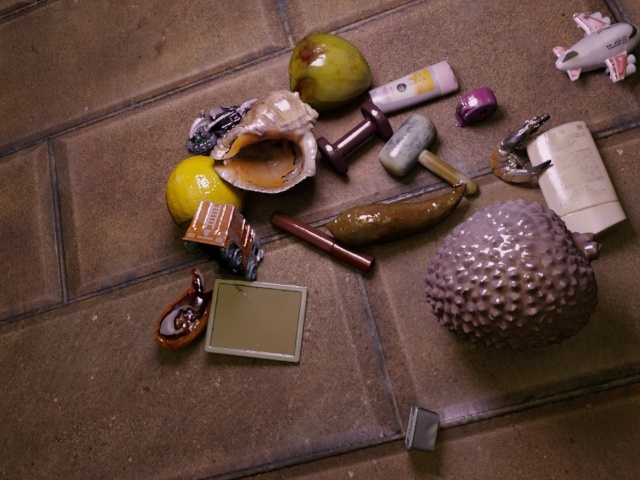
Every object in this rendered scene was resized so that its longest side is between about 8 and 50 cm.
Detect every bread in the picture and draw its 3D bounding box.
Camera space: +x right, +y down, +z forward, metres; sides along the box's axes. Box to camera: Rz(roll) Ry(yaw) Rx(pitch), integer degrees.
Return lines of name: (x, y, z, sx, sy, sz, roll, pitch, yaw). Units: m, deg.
bread: (-0.410, 0.225, 1.498, 0.140, 0.095, 0.268, 29, 69, 5)

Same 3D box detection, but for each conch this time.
conch: (-0.149, -0.283, 1.459, 0.353, 0.210, 0.296, -29, 84, 5)

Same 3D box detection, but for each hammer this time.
hammer: (0.344, -0.232, 1.443, 0.306, 0.113, 0.201, 39, 90, 10)

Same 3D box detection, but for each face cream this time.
face cream: (0.719, -0.158, 1.340, 0.174, 0.081, 0.348, -18, 73, 16)
face cream: (0.295, -0.485, 1.523, 0.270, 0.073, 0.107, -18, 81, 6)

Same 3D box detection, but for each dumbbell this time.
dumbbell: (0.105, -0.319, 1.488, 0.226, 0.140, 0.124, -37, 43, 0)

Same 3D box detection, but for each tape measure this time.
tape measure: (0.468, -0.407, 1.442, 0.125, 0.118, 0.074, -19, 75, 3)

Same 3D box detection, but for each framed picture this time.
framed picture: (-0.196, 0.242, 1.458, 0.297, 0.019, 0.232, 6, 78, 5)

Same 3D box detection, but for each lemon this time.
lemon: (-0.367, -0.155, 1.495, 0.241, 0.240, 0.219, -16, 81, 8)

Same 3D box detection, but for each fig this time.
fig: (0.033, -0.530, 1.523, 0.272, 0.239, 0.239, 7, 76, -15)

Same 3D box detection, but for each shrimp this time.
shrimp: (0.594, -0.259, 1.369, 0.217, 0.051, 0.150, -52, 59, 32)

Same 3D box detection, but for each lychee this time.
lychee: (0.477, 0.092, 1.196, 0.433, 0.380, 0.379, -27, 71, 24)

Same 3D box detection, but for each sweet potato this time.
sweet potato: (0.227, -0.064, 1.406, 0.424, 0.130, 0.130, -13, 74, 6)

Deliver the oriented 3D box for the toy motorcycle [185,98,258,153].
toy motorcycle: (-0.311, -0.393, 1.594, 0.327, 0.143, 0.188, -33, 33, -13)

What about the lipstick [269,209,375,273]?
lipstick: (0.000, 0.000, 1.475, 0.357, 0.057, 0.057, 26, 83, 18)

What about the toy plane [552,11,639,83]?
toy plane: (0.820, -0.568, 1.405, 0.253, 0.118, 0.251, -2, 76, 9)

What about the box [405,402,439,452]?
box: (0.274, 0.508, 1.278, 0.069, 0.084, 0.122, 12, 80, 5)

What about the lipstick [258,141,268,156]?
lipstick: (-0.298, -0.264, 1.599, 0.255, 0.070, 0.070, -17, 73, 8)

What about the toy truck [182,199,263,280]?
toy truck: (-0.273, 0.004, 1.409, 0.137, 0.305, 0.162, 9, 71, 14)
